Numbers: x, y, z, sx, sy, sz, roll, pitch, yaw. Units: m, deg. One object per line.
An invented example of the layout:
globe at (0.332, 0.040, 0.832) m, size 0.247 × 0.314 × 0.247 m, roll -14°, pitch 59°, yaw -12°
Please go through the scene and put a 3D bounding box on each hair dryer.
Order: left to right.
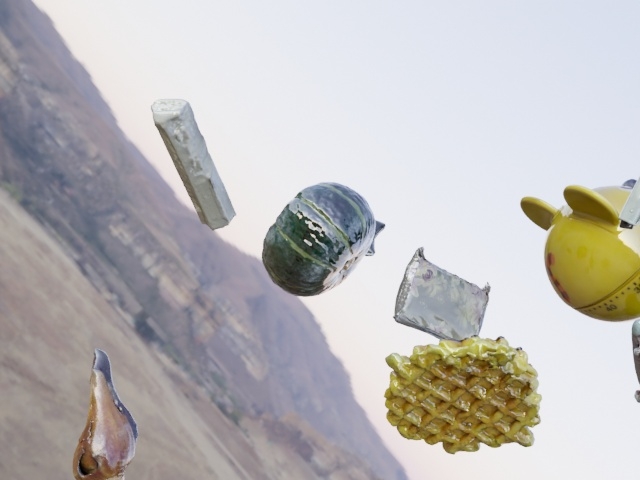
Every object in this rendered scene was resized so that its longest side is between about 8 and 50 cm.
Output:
hair dryer at (0.536, -0.126, 1.429) m, size 0.073 × 0.236 × 0.131 m, roll 31°, pitch 14°, yaw 21°

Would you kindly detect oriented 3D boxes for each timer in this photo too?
timer at (0.684, 0.001, 2.147) m, size 0.387 × 0.376 × 0.376 m, roll 42°, pitch -7°, yaw -5°

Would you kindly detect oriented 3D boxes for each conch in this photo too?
conch at (-0.304, 0.278, 1.282) m, size 0.080 × 0.232 × 0.086 m, roll 0°, pitch -29°, yaw 18°

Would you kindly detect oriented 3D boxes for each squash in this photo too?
squash at (0.000, 0.000, 1.812) m, size 0.165 × 0.252 × 0.252 m, roll 40°, pitch -10°, yaw 16°

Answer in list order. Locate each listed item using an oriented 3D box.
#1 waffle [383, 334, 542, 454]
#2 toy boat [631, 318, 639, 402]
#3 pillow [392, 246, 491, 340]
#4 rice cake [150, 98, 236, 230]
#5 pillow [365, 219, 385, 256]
waffle at (0.211, 0.239, 1.336) m, size 0.058 × 0.238 × 0.243 m, roll -77°, pitch 159°, yaw -53°
toy boat at (0.752, 0.299, 2.054) m, size 0.155 × 0.085 × 0.227 m, roll -89°, pitch 158°, yaw -61°
pillow at (0.237, 0.122, 1.749) m, size 0.255 × 0.169 × 0.059 m, roll 29°, pitch -13°, yaw -38°
rice cake at (-0.189, -0.111, 1.355) m, size 0.256 × 0.057 × 0.052 m, roll 72°, pitch 8°, yaw -49°
pillow at (0.095, -0.010, 2.101) m, size 0.055 × 0.091 × 0.135 m, roll 66°, pitch 28°, yaw -27°
